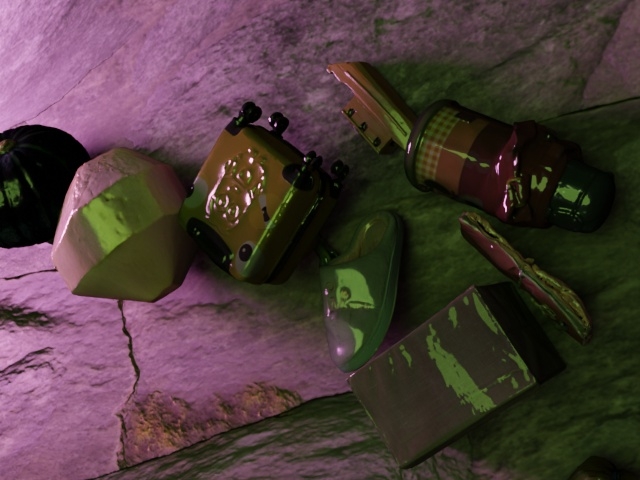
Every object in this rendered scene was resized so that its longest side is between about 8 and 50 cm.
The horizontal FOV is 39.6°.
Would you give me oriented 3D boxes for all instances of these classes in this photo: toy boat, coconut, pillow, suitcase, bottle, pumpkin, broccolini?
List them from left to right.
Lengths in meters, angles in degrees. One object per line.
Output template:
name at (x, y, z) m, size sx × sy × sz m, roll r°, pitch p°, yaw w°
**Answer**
pumpkin at (-0.516, -0.073, 1.589) m, size 0.248 × 0.248 × 0.248 m, roll 0°, pitch 91°, yaw 30°
coconut at (-0.311, -0.012, 1.448) m, size 0.259 × 0.259 × 0.259 m, roll 0°, pitch 91°, yaw 30°
suitcase at (-0.084, -0.060, 1.341) m, size 0.194 × 0.143 × 0.235 m, roll 41°, pitch 107°, yaw 33°
broccolini at (0.000, 0.000, 1.387) m, size 0.054 × 0.051 × 0.239 m, roll -35°, pitch 67°, yaw 29°
toy boat at (0.079, -0.195, 1.328) m, size 0.077 × 0.057 × 0.200 m, roll -48°, pitch 69°, yaw 28°
bottle at (0.249, -0.090, 1.173) m, size 0.271 × 0.143 × 0.156 m, roll 25°, pitch 60°, yaw 30°
pillow at (0.272, 0.049, 1.182) m, size 0.043 × 0.126 × 0.232 m, roll -45°, pitch 70°, yaw -2°

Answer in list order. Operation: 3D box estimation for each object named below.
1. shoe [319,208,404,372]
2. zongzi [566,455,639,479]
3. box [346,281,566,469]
shoe at (0.049, 0.061, 1.279) m, size 0.103 × 0.100 × 0.251 m, roll -18°, pitch 51°, yaw 56°
zongzi at (0.388, 0.453, 1.130) m, size 0.289 × 0.123 × 0.260 m, roll 38°, pitch 106°, yaw 13°
box at (0.188, 0.182, 1.215) m, size 0.231 × 0.149 × 0.155 m, roll -40°, pitch 72°, yaw 24°
